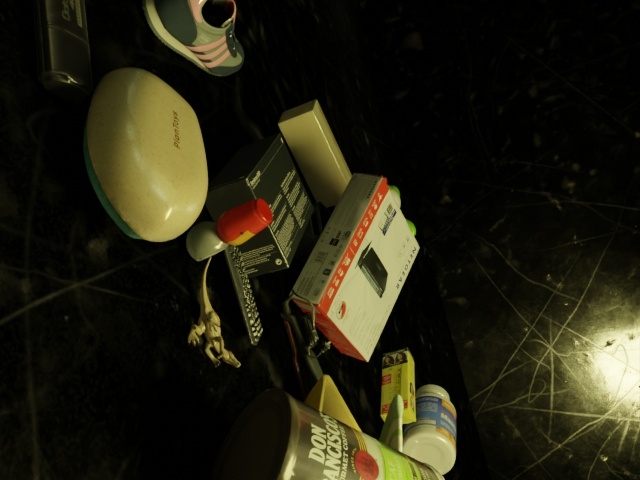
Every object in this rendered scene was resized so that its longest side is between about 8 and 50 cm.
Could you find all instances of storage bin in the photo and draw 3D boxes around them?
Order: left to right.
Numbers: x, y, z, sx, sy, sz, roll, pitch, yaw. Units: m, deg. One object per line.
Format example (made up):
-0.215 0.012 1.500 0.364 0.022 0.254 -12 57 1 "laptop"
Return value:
0.000 0.000 1.483 0.180 0.084 0.122 42 35 -59 "storage bin"

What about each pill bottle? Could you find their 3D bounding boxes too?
0.322 0.544 1.813 0.272 0.152 0.152 -59 129 -65 "pill bottle"

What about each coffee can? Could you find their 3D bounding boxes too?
0.011 0.351 0.841 0.275 0.201 0.202 32 35 -21 "coffee can"

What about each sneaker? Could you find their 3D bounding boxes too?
-0.200 -0.405 1.194 0.319 0.131 0.112 -6 79 -72 "sneaker"

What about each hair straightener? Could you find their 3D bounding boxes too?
-0.018 0.206 1.233 0.047 0.089 0.231 9 65 -68 "hair straightener"

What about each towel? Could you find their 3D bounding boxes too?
0.117 0.467 1.037 0.325 0.038 0.248 -83 -178 -52 "towel"

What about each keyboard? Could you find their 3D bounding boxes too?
-0.133 0.084 1.074 0.108 0.023 0.180 -113 -171 -82 "keyboard"

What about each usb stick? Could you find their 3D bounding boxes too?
-0.348 -0.315 0.822 0.077 0.045 0.278 19 56 -59 "usb stick"

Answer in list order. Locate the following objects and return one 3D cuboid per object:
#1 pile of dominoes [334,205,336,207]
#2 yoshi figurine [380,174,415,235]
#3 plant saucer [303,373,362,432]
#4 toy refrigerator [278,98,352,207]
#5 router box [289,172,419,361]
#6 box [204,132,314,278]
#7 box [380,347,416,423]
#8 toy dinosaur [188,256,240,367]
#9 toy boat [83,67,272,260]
0.040 -0.217 1.868 0.196 0.040 0.251 7 67 -70 "pile of dominoes"
0.161 -0.042 1.785 0.203 0.203 0.362 37 32 3 "yoshi figurine"
0.024 0.475 1.125 0.333 0.080 0.333 -77 145 -56 "plant saucer"
-0.004 -0.228 1.649 0.094 0.102 0.270 -78 145 -57 "toy refrigerator"
0.094 0.066 1.436 0.336 0.082 0.301 -63 143 -21 "router box"
-0.111 -0.075 1.198 0.261 0.103 0.184 -69 141 -61 "box"
0.219 0.411 1.743 0.058 0.087 0.232 60 23 -28 "box"
-0.172 0.125 0.949 0.092 0.053 0.183 -95 171 -77 "toy dinosaur"
-0.213 -0.073 0.880 0.318 0.148 0.268 42 29 -44 "toy boat"
